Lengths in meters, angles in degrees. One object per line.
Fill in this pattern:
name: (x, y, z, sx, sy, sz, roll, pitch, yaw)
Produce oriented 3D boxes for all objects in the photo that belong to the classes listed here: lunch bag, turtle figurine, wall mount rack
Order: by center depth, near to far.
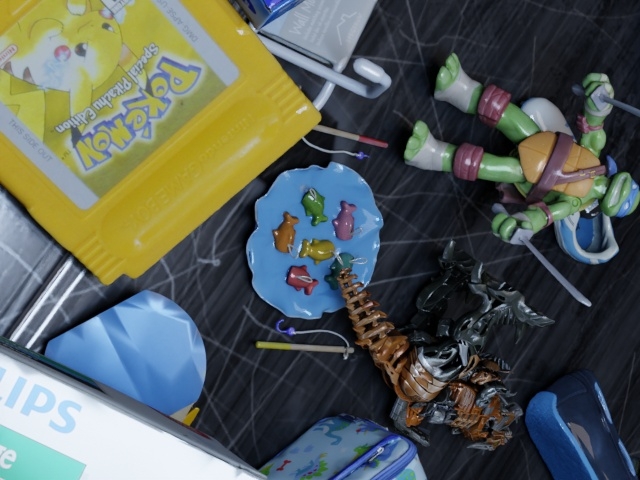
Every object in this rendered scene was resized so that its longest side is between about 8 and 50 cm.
wall mount rack: (-0.029, -0.310, 1.390, 0.304, 0.130, 0.350, 25, 82, -5)
lunch bag: (0.003, 0.288, 1.470, 0.219, 0.176, 0.090, -33, 114, -24)
turtle figurine: (0.237, -0.104, 1.493, 0.274, 0.266, 0.197, -47, 158, -63)

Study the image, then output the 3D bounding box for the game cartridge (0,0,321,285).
game cartridge: (-0.199, -0.144, 1.293, 0.285, 0.052, 0.323, -41, 118, 2)

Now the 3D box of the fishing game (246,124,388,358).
fishing game: (0.000, 0.000, 1.505, 0.189, 0.041, 0.264, 12, 91, -36)

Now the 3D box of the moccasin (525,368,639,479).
moccasin: (0.392, 0.322, 1.752, 0.117, 0.138, 0.342, -38, 117, -27)

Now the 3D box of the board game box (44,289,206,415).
board game box: (-0.204, 0.132, 1.393, 0.169, 0.033, 0.133, -29, 106, -10)

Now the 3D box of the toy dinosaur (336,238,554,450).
toy dinosaur: (0.145, 0.130, 1.562, 0.218, 0.164, 0.322, -50, 143, 2)

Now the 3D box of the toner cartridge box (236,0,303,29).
toner cartridge box: (-0.089, -0.394, 1.283, 0.165, 0.075, 0.348, -35, 94, -14)

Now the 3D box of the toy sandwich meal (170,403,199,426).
toy sandwich meal: (-0.166, 0.186, 1.432, 0.086, 0.029, 0.085, -6, 101, -32)

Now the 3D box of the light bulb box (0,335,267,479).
light bulb box: (-0.298, 0.285, 1.202, 0.358, 0.225, 0.361, 28, 82, -17)

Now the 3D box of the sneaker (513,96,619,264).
sneaker: (0.312, -0.076, 1.666, 0.085, 0.086, 0.237, -36, 114, -21)
